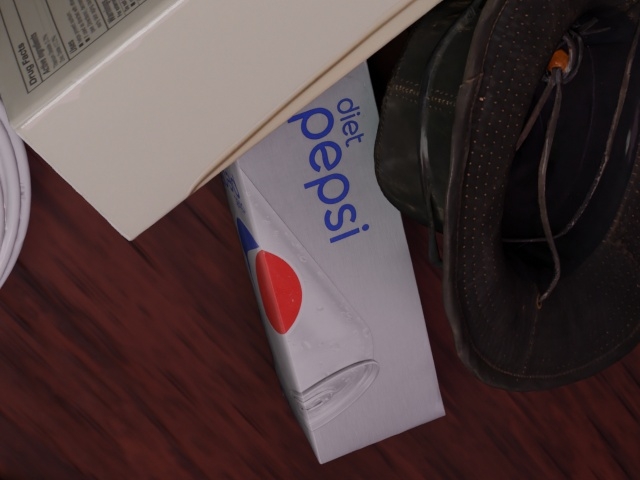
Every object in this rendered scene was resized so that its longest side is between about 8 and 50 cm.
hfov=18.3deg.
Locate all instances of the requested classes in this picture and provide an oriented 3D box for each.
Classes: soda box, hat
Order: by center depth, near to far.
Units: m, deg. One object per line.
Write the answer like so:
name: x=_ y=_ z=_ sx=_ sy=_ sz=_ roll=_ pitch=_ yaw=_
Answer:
hat: x=0.116 y=-0.064 z=1.209 sx=0.331 sy=0.134 sz=0.331 roll=-27 pitch=124 yaw=-49
soda box: x=0.000 y=0.000 z=1.290 sx=0.098 sy=0.091 sz=0.286 roll=-19 pitch=123 yaw=-9

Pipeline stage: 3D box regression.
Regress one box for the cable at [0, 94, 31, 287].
cable: x=-0.298 y=-0.032 z=1.159 sx=0.257 sy=0.089 sz=0.257 roll=-29 pitch=125 yaw=-3

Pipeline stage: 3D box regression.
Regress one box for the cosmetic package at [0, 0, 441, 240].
cosmetic package: x=-0.038 y=-0.162 z=1.131 sx=0.309 sy=0.160 sz=0.113 roll=-37 pitch=127 yaw=9
